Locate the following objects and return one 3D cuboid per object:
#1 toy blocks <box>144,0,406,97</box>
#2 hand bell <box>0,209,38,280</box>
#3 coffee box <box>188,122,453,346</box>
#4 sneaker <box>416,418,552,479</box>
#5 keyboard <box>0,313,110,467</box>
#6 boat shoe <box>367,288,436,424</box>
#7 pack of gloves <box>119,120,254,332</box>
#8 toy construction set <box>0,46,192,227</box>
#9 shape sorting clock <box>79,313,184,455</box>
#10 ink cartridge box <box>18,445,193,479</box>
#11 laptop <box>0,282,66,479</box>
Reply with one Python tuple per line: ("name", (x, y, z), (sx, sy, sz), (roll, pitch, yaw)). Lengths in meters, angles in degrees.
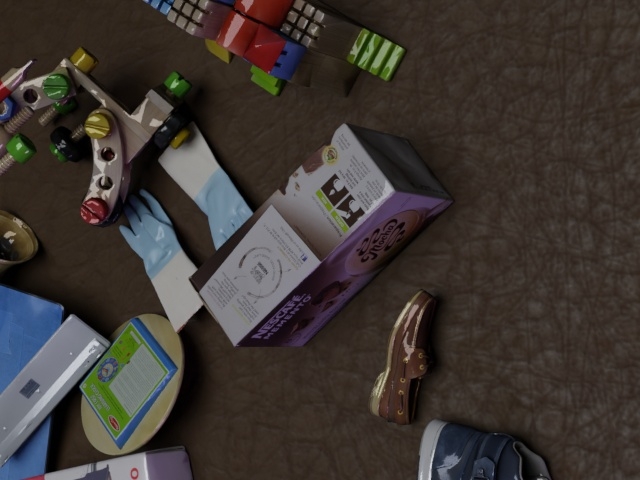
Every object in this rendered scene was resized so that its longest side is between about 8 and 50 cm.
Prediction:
("toy blocks", (-0.113, -0.309, 1.865), (0.381, 0.261, 0.190), (35, 104, 27))
("hand bell", (-0.530, 0.079, 2.197), (0.126, 0.126, 0.242), (45, 122, 25))
("coffee box", (0.000, 0.000, 1.833), (0.297, 0.168, 0.119), (-44, 67, 20))
("sneaker", (0.193, 0.338, 1.745), (0.163, 0.086, 0.226), (5, 88, 33))
("keyboard", (-0.408, 0.217, 2.072), (0.072, 0.014, 0.256), (41, 101, -8))
("boat shoe", (0.116, 0.149, 1.820), (0.060, 0.064, 0.178), (24, 105, 24))
("pack of gloves", (-0.177, -0.017, 2.021), (0.195, 0.046, 0.232), (-47, 56, 20))
("toy construction set", (-0.318, -0.184, 1.968), (0.237, 0.309, 0.257), (-41, 70, 12))
("shape sorting clock", (-0.262, 0.201, 2.022), (0.206, 0.040, 0.206), (-23, 51, 31))
("ink cartridge box", (-0.293, 0.394, 2.019), (0.237, 0.100, 0.172), (-17, 79, 28))
("laptop", (-0.619, 0.234, 2.082), (0.236, 0.408, 0.382), (32, 118, 53))
